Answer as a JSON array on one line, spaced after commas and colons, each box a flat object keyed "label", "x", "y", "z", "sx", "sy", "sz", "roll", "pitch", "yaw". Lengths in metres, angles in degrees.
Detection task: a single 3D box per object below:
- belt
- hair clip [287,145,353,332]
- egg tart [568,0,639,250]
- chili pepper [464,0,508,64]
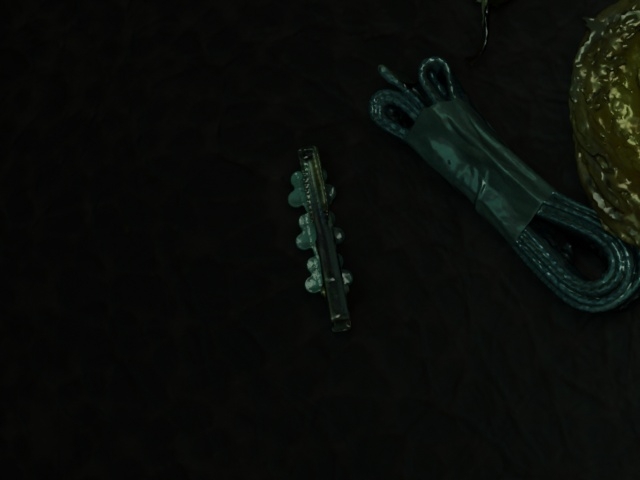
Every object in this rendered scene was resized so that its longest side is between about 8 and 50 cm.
[{"label": "belt", "x": 0.163, "y": -0.052, "z": 1.443, "sx": 0.302, "sy": 0.072, "sz": 0.087, "roll": 45, "pitch": 107, "yaw": 17}, {"label": "hair clip", "x": -0.001, "y": 0.000, "z": 1.522, "sx": 0.049, "sy": 0.049, "sz": 0.172, "roll": -16, "pitch": 75, "yaw": 21}, {"label": "egg tart", "x": 0.313, "y": -0.095, "z": 1.372, "sx": 0.232, "sy": 0.098, "sz": 0.252, "roll": -40, "pitch": 76, "yaw": 6}, {"label": "chili pepper", "x": 0.165, "y": -0.286, "z": 1.474, "sx": 0.051, "sy": 0.059, "sz": 0.267, "roll": 11, "pitch": 87, "yaw": -15}]
